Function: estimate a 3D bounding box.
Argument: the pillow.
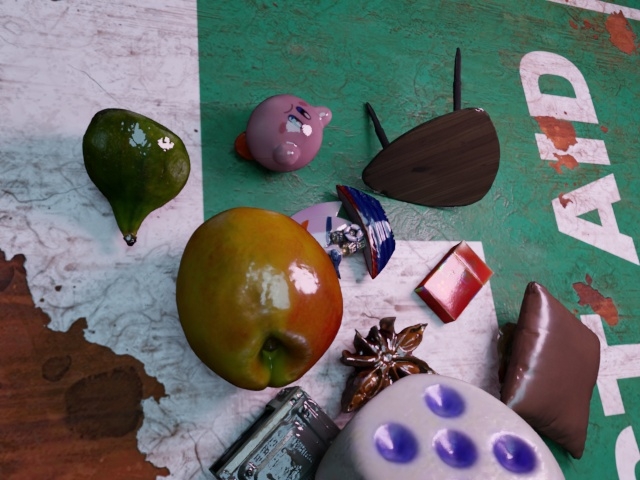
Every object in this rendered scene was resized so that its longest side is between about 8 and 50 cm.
[{"bbox_3d":[0.522,0.293,1.156,0.308,0.108,0.305,35,64,-28],"label":"pillow"}]

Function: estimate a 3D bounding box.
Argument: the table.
[{"bbox_3d":[0.274,-0.255,1.241,0.318,0.317,0.249,11,54,-17],"label":"table"}]

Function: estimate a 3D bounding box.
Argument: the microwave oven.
[{"bbox_3d":[-0.069,0.385,0.920,0.163,0.129,0.205,46,64,1],"label":"microwave oven"}]

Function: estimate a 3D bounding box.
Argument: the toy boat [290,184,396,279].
[{"bbox_3d":[0.012,-0.025,1.142,0.318,0.072,0.219,7,72,-8],"label":"toy boat"}]

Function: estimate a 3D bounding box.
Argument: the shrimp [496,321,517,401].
[{"bbox_3d":[0.432,0.279,1.188,0.101,0.042,0.190,30,63,-21],"label":"shrimp"}]

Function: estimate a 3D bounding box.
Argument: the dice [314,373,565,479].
[{"bbox_3d":[0.193,0.421,0.855,0.304,0.276,0.304,-26,46,-37],"label":"dice"}]

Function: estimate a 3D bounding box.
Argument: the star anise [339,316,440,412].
[{"bbox_3d":[0.137,0.263,1.063,0.220,0.099,0.214,5,84,-24],"label":"star anise"}]

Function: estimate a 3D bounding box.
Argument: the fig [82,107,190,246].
[{"bbox_3d":[-0.361,-0.114,0.970,0.203,0.203,0.235,21,90,-13],"label":"fig"}]

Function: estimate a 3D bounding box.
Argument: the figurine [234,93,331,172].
[{"bbox_3d":[-0.076,-0.229,1.110,0.173,0.173,0.173,7,70,-18],"label":"figurine"}]

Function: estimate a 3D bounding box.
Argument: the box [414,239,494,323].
[{"bbox_3d":[0.315,0.096,1.208,0.112,0.048,0.175,46,63,0],"label":"box"}]

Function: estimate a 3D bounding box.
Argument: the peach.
[{"bbox_3d":[-0.115,0.090,0.921,0.308,0.307,0.332,-10,45,-23],"label":"peach"}]
